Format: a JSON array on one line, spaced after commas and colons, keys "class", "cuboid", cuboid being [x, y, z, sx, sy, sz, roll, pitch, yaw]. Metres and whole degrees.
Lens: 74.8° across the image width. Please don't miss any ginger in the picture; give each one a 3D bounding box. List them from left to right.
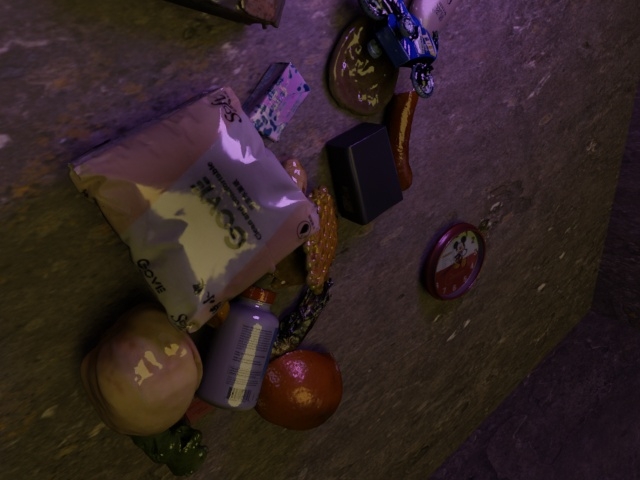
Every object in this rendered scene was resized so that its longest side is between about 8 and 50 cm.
[{"class": "ginger", "cuboid": [-0.393, 0.517, 1.091, 0.137, 0.089, 0.290, -23, 123, 14]}, {"class": "ginger", "cuboid": [-0.144, 0.023, 1.031, 0.363, 0.122, 0.348, -37, 122, -32]}]

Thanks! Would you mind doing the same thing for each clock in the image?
[{"class": "clock", "cuboid": [0.514, 0.083, 1.617, 0.318, 0.080, 0.319, -13, 116, -30]}]

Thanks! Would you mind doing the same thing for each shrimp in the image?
[{"class": "shrimp", "cuboid": [-0.114, 0.225, 1.195, 0.365, 0.071, 0.233, -50, 128, -1]}]

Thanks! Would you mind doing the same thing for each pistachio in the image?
[{"class": "pistachio", "cuboid": [-0.377, 0.277, 0.900, 0.238, 0.229, 0.321, 19, 118, 0]}]

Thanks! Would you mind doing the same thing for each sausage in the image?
[{"class": "sausage", "cuboid": [0.228, -0.283, 1.204, 0.102, 0.076, 0.302, -17, 121, -31]}]

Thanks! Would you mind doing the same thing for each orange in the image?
[{"class": "orange", "cuboid": [-0.060, 0.458, 1.303, 0.274, 0.274, 0.310, -61, 172, 2]}]

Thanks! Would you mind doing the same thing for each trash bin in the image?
[{"class": "trash bin", "cuboid": [0.121, -0.185, 1.144, 0.165, 0.115, 0.226, -33, 127, -23]}]

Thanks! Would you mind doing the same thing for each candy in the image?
[{"class": "candy", "cuboid": [-0.102, -0.305, 0.931, 0.092, 0.073, 0.160, 37, 87, -45]}]

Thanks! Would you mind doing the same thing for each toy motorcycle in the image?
[{"class": "toy motorcycle", "cuboid": [0.199, -0.498, 1.001, 0.315, 0.113, 0.169, 50, 56, -22]}]

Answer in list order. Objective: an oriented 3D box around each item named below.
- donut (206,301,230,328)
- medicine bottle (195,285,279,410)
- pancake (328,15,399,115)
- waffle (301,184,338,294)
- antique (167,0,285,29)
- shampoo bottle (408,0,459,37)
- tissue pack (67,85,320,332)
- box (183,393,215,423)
[{"class": "donut", "cuboid": [-0.272, 0.126, 0.950, 0.162, 0.178, 0.065, 40, 59, -5]}, {"class": "medicine bottle", "cuboid": [-0.196, 0.256, 1.043, 0.157, 0.157, 0.289, 24, 78, -43]}, {"class": "pancake", "cuboid": [0.117, -0.432, 1.059, 0.241, 0.050, 0.242, -17, 120, -31]}, {"class": "waffle", "cuboid": [0.002, 0.000, 1.080, 0.291, 0.051, 0.291, 1, 90, -75]}, {"class": "antique", "cuboid": [-0.194, -0.470, 0.739, 0.284, 0.125, 0.150, 7, 108, -40]}, {"class": "shampoo bottle", "cuboid": [0.302, -0.622, 1.094, 0.127, 0.078, 0.257, 32, 93, -45]}, {"class": "tissue pack", "cuboid": [-0.225, -0.072, 0.819, 0.390, 0.195, 0.376, -43, 109, -22]}, {"class": "box", "cuboid": [-0.307, 0.402, 1.127, 0.156, 0.060, 0.111, -26, 123, -25]}]
